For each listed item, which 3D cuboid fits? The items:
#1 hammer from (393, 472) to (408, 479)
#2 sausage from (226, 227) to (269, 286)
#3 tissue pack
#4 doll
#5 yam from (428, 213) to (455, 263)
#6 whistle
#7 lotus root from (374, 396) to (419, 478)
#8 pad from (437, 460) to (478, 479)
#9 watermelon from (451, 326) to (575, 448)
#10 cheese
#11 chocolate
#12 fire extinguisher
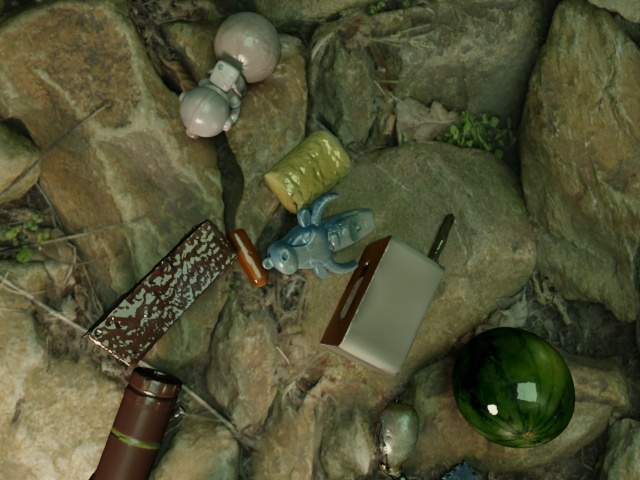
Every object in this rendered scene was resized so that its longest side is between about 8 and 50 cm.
[{"bbox_3d":[0.085,0.567,1.087,0.246,0.029,0.103,-30,89,-17],"label":"hammer"},{"bbox_3d":[-0.149,0.036,1.109,0.039,0.041,0.131,-30,89,-38],"label":"sausage"},{"bbox_3d":[0.126,0.135,1.100,0.135,0.159,0.246,29,75,-9],"label":"tissue pack"},{"bbox_3d":[-0.194,-0.335,1.110,0.150,0.151,0.287,31,79,-7],"label":"doll"},{"bbox_3d":[0.257,0.043,1.214,0.027,0.029,0.234,23,77,19],"label":"yam"},{"bbox_3d":[0.000,0.000,1.125,0.269,0.093,0.180,-24,112,-16],"label":"whistle"},{"bbox_3d":[0.155,0.408,1.103,0.088,0.088,0.165,13,88,-11],"label":"lotus root"},{"bbox_3d":[0.271,0.648,1.114,0.268,0.012,0.270,-29,89,-21],"label":"pad"},{"bbox_3d":[0.392,0.299,1.095,0.242,0.242,0.243,2,81,-13],"label":"watermelon"},{"bbox_3d":[-0.026,-0.147,1.140,0.167,0.094,0.123,-42,90,-16],"label":"cheese"},{"bbox_3d":[-0.303,0.106,1.036,0.112,0.112,0.321,47,73,-12],"label":"chocolate"},{"bbox_3d":[-0.345,0.412,0.973,0.141,0.105,0.342,23,82,-38],"label":"fire extinguisher"}]
